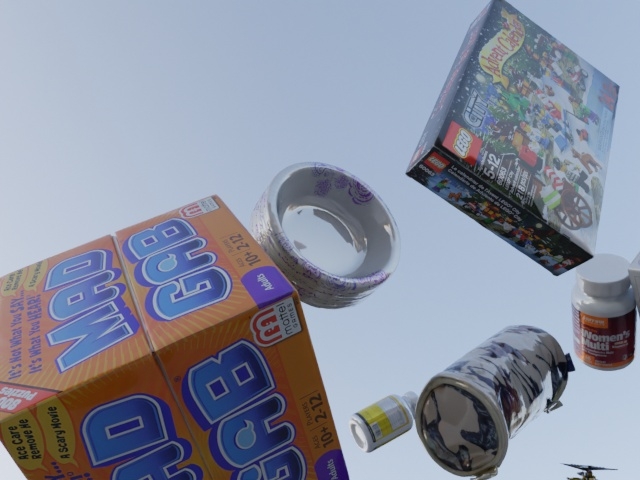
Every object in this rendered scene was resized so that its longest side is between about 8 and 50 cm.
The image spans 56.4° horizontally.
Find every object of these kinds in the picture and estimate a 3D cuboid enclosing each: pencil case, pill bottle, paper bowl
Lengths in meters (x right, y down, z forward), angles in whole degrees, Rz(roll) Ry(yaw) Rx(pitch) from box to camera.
[{"bbox_3d":[0.318,0.273,1.056,0.410,0.183,0.160,-10,-35,-53],"label":"pencil case"},{"bbox_3d":[0.571,0.145,1.203,0.121,0.121,0.221,-14,-61,5],"label":"pill bottle"},{"bbox_3d":[0.000,0.000,1.147,0.284,0.284,0.148,18,-39,-19],"label":"paper bowl"},{"bbox_3d":[0.172,0.458,1.529,0.184,0.103,0.103,-20,-48,-25],"label":"pill bottle"}]

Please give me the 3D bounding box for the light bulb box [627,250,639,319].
[{"bbox_3d":[0.814,0.138,1.080,0.225,0.361,0.358,-44,-59,-25],"label":"light bulb box"}]

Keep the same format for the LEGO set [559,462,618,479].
[{"bbox_3d":[0.574,0.454,1.043,0.331,0.192,0.255,-8,-15,34],"label":"LEGO set"}]

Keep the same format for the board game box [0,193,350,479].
[{"bbox_3d":[-0.218,0.203,0.885,0.356,0.356,0.357,-23,-59,-16],"label":"board game box"}]

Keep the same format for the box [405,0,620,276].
[{"bbox_3d":[0.184,-0.104,0.539,0.159,0.233,0.044,33,-35,-8],"label":"box"}]
